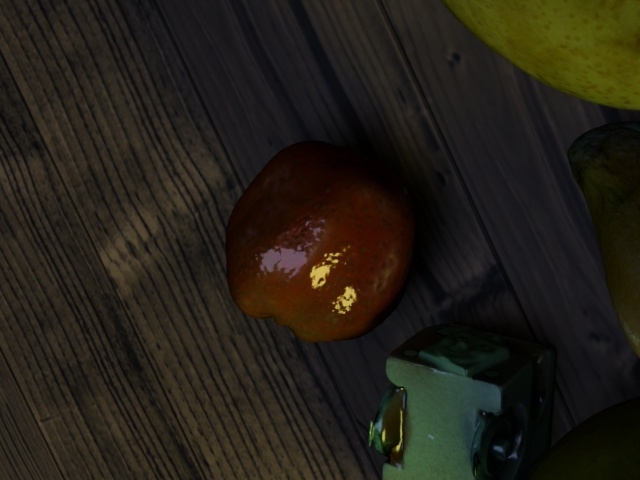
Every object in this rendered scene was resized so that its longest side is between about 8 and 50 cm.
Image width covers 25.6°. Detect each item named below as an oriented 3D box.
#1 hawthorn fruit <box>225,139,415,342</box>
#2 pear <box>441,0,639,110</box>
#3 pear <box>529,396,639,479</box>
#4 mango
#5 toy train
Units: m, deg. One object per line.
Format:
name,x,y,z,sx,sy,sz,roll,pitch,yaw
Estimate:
hawthorn fruit,0.000,0.000,1.259,0.189,0.189,0.189,17,119,32
pear,0.197,-0.229,0.917,0.304,0.304,0.304,17,119,32
pear,0.283,0.251,1.093,0.269,0.269,0.321,50,131,9
mango,0.289,0.024,1.012,0.316,0.192,0.146,57,141,41
toy train,0.127,0.230,1.273,0.129,0.159,0.326,13,114,31
